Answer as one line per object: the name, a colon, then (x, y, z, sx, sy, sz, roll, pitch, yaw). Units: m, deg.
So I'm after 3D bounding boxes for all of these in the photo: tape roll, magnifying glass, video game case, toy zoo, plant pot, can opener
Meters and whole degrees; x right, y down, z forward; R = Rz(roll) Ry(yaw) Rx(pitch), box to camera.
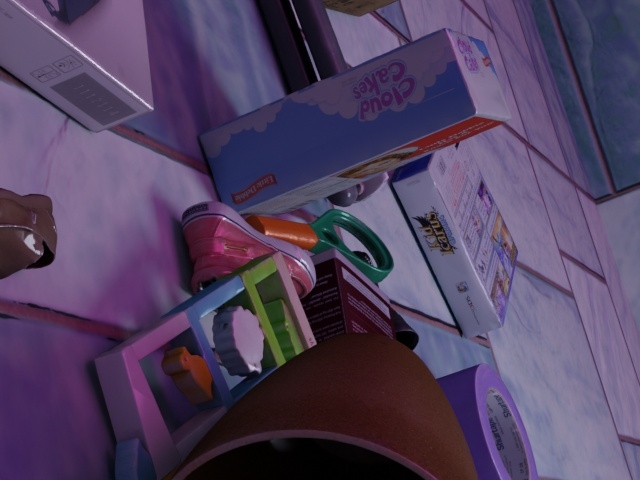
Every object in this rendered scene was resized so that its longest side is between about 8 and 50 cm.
tape roll: (0.186, 0.245, 1.781, 0.189, 0.080, 0.189, 53, 25, -37)
magnifying glass: (0.000, 0.000, 1.550, 0.231, 0.026, 0.092, 12, 37, -56)
video game case: (0.192, -0.028, 2.111, 0.244, 0.061, 0.269, 62, 20, -15)
toy zoo: (-0.076, 0.140, 1.184, 0.293, 0.030, 0.192, -35, 106, -58)
plant pot: (0.017, 0.177, 1.097, 0.237, 0.237, 0.254, 63, 19, -17)
can opener: (-0.005, -0.174, 1.708, 0.283, 0.076, 0.095, 70, 18, 6)

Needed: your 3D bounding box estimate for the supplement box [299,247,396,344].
supplement box: (0.029, 0.143, 1.470, 0.130, 0.073, 0.239, 43, 31, -51)

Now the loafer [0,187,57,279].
loafer: (-0.210, -0.002, 0.997, 0.050, 0.056, 0.148, 64, 19, 4)

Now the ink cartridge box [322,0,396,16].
ink cartridge box: (0.019, -0.406, 1.998, 0.235, 0.088, 0.193, -12, 82, -70)

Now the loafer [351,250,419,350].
loafer: (0.067, 0.106, 1.601, 0.076, 0.078, 0.223, 41, 32, -52)

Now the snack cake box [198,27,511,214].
snack cake box: (0.036, -0.109, 1.459, 0.152, 0.264, 0.089, -2, 71, -70)

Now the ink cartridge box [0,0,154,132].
ink cartridge box: (-0.243, -0.257, 1.165, 0.296, 0.066, 0.261, 38, 37, -57)

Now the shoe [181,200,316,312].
shoe: (-0.061, 0.036, 1.362, 0.178, 0.063, 0.081, 36, 39, -49)
